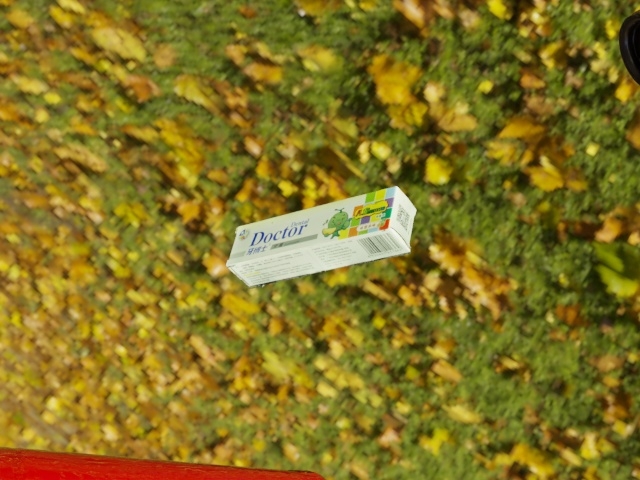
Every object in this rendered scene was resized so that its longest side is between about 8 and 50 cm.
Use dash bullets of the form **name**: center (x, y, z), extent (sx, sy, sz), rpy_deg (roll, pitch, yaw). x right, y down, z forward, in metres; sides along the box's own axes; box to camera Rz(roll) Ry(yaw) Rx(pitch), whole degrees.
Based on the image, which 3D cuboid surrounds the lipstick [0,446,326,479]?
- **lipstick**: center (-0.127, 0.120, 0.440), extent (0.279, 0.073, 0.073), rpy_deg (11, 158, -22)

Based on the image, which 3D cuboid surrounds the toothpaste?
- **toothpaste**: center (0.000, 0.000, 0.854), extent (0.164, 0.046, 0.034), rpy_deg (-13, 137, 34)

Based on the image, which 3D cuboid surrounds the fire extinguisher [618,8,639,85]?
- **fire extinguisher**: center (0.352, -0.195, 0.892), extent (0.071, 0.231, 0.099), rpy_deg (66, 160, -7)
